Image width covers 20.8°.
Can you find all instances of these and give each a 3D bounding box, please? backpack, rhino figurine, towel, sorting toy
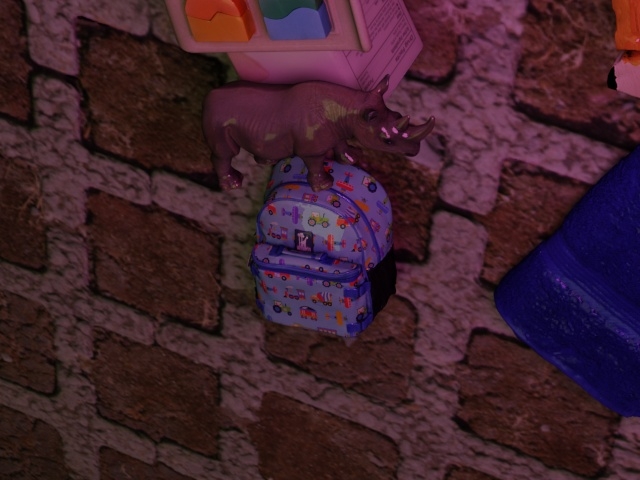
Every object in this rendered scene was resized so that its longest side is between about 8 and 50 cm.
[{"bbox_3d":[0.000,0.000,1.873,0.158,0.117,0.173,14,133,19],"label":"backpack"},{"bbox_3d":[-0.006,-0.103,1.593,0.243,0.073,0.106,0,132,31],"label":"rhino figurine"},{"bbox_3d":[0.328,0.052,1.747,0.228,0.076,0.308,34,139,-3],"label":"towel"},{"bbox_3d":[-0.068,-0.242,1.522,0.208,0.038,0.193,5,132,27],"label":"sorting toy"}]

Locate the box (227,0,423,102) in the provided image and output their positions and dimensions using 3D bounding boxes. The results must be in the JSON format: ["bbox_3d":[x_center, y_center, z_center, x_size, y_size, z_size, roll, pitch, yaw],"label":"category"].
[{"bbox_3d":[-0.035,-0.262,1.621,0.121,0.148,0.311,-5,125,35],"label":"box"}]

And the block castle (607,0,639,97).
[{"bbox_3d":[0.359,-0.312,1.280,0.303,0.213,0.453,10,133,28],"label":"block castle"}]
